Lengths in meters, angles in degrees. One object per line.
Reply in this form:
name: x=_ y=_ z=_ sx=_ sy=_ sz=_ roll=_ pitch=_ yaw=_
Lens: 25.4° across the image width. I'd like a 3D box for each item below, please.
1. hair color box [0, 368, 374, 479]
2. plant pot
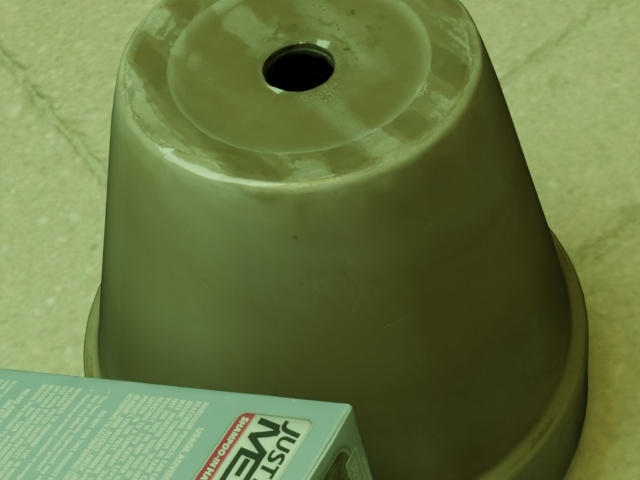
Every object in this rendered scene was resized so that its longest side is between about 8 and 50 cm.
hair color box: x=-0.145 y=0.176 z=0.776 sx=0.374 sy=0.185 sz=0.113 roll=3 pitch=36 yaw=29
plant pot: x=0.000 y=0.000 z=0.824 sx=0.323 sy=0.280 sz=0.323 roll=-3 pitch=49 yaw=4
